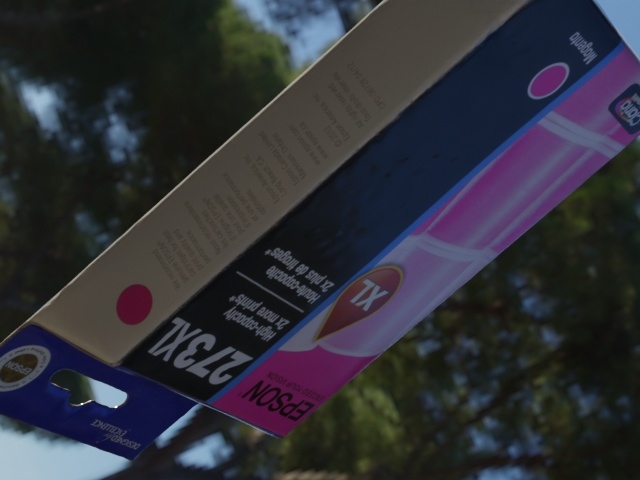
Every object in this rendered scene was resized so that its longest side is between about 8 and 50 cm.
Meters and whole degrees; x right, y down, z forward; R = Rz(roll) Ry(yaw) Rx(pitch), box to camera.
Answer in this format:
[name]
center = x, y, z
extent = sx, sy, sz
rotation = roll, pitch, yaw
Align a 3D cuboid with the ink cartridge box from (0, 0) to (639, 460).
[ink cartridge box]
center = 0.000, 0.000, 0.918
extent = 0.069, 0.371, 0.175
rotation = 57, 13, 30
